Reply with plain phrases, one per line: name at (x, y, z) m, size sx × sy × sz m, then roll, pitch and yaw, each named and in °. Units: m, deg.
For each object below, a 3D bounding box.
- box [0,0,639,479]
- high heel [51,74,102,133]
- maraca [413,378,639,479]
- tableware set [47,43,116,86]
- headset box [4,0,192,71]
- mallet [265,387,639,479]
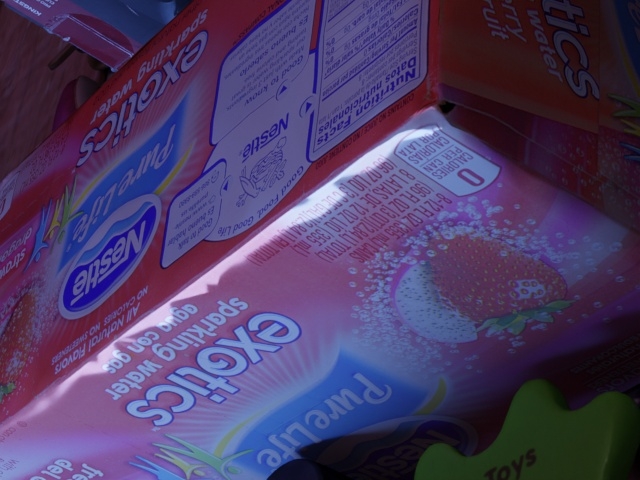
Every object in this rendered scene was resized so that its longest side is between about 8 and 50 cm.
box at (0.000, 0.000, 0.624) m, size 0.300 × 0.142 × 0.154 m, roll -36°, pitch 36°, yaw 41°
high heel at (-0.127, 0.014, 0.908) m, size 0.117 × 0.082 × 0.244 m, roll -41°, pitch 44°, yaw 17°
maraca at (0.052, 0.119, 0.466) m, size 0.127 × 0.099 × 0.186 m, roll -35°, pitch 35°, yaw 28°
tableware set at (-0.105, -0.180, 1.100) m, size 0.194 × 0.039 × 0.128 m, roll -38°, pitch 35°, yaw 38°
headset box at (-0.036, -0.171, 0.770) m, size 0.293 × 0.218 × 0.110 m, roll -30°, pitch 39°, yaw 47°
mallet at (0.053, 0.069, 0.554) m, size 0.189 × 0.062 × 0.039 m, roll -36°, pitch 37°, yaw 40°
